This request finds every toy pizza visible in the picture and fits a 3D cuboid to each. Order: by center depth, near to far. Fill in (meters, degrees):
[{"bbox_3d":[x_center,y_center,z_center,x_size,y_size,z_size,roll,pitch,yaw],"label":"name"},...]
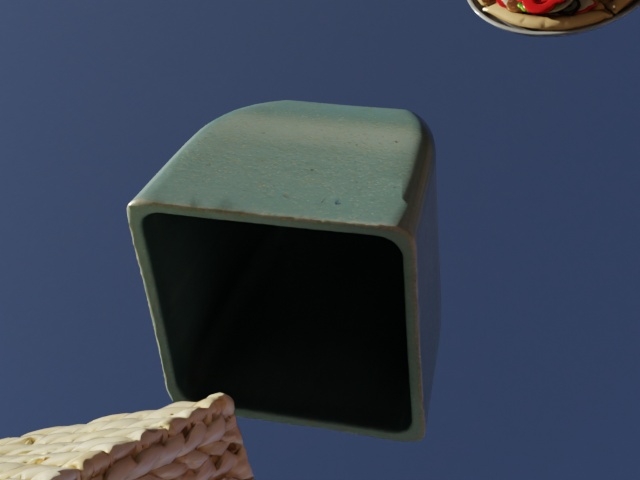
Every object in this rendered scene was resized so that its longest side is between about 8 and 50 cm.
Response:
[{"bbox_3d":[0.244,-0.278,1.308,0.201,0.201,0.032,-14,-45,6],"label":"toy pizza"}]

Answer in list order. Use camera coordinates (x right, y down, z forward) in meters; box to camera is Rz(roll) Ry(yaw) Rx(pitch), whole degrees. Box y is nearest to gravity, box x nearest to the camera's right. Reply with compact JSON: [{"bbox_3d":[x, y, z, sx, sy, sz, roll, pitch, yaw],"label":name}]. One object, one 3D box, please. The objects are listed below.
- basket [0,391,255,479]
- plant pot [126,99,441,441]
[{"bbox_3d":[-0.224,0.286,0.887,0.331,0.328,0.266,-15,-90,27],"label":"basket"},{"bbox_3d":[0.000,0.000,1.205,0.248,0.252,0.247,6,-50,16],"label":"plant pot"}]
